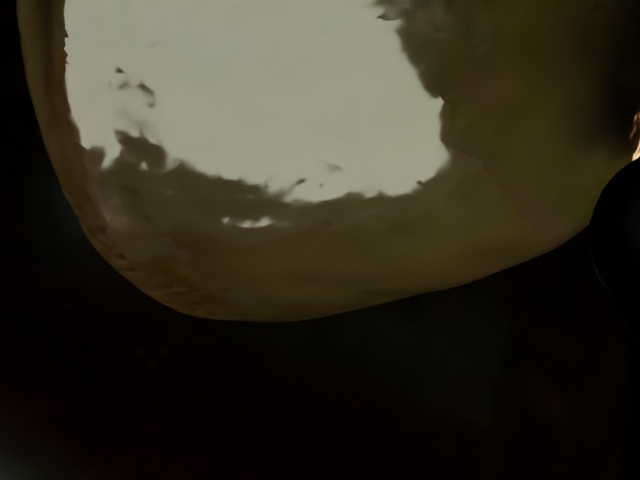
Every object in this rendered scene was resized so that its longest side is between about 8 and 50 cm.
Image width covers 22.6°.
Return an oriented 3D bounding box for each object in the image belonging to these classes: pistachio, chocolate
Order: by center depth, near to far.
[{"bbox_3d":[0.004,-0.081,0.431,0.163,0.213,0.260,28,172,34],"label":"pistachio"},{"bbox_3d":[-0.071,0.046,0.653,0.331,0.384,0.383,34,148,-30],"label":"chocolate"}]

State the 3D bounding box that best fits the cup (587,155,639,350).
[{"bbox_3d":[0.182,-0.085,0.379,0.178,0.255,0.256,5,125,-37],"label":"cup"}]
